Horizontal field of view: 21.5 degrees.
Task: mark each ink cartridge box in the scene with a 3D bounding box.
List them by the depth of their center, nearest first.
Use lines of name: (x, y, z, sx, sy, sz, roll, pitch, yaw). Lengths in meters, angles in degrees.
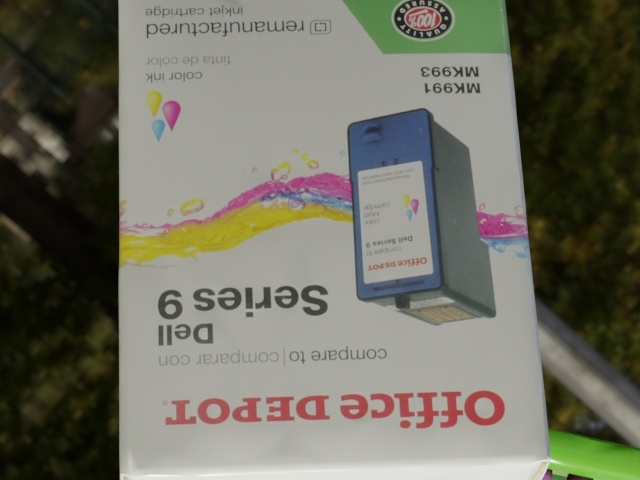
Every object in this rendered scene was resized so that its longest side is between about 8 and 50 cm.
ink cartridge box: (0.000, 0.000, 0.656, 0.093, 0.154, 0.212, 94, -6, -69)

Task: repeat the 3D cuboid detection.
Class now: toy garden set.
toy garden set: (0.166, 0.164, 1.060, 0.244, 0.203, 0.049, 148, -45, -73)
